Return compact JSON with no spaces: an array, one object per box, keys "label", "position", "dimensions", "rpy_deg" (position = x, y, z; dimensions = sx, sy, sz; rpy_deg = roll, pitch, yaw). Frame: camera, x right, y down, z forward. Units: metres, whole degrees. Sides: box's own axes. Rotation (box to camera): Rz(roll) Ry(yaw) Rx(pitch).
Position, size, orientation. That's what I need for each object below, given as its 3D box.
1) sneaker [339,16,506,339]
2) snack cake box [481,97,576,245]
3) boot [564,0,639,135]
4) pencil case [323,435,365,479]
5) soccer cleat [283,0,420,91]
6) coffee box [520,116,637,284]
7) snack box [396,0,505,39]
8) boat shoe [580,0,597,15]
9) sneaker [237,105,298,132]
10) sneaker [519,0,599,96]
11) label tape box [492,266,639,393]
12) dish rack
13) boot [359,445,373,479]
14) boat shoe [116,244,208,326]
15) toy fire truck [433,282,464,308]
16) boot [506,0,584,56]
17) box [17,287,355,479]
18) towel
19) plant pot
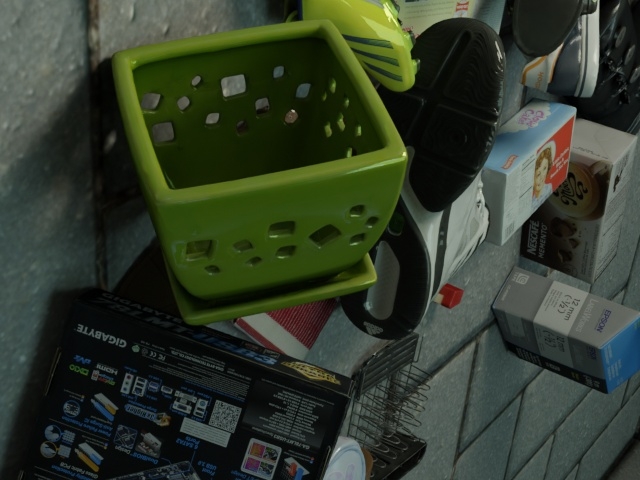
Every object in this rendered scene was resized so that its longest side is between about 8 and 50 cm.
[{"label":"sneaker","position":[0.161,-0.102,1.400],"dimensions":[0.257,0.169,0.447],"rpy_deg":[-36,146,-59]},{"label":"snack cake box","position":[0.349,-0.126,1.793],"dimensions":[0.264,0.089,0.152],"rpy_deg":[-39,139,-40]},{"label":"boot","position":[0.566,-0.406,1.918],"dimensions":[0.445,0.146,0.366],"rpy_deg":[27,85,-56]},{"label":"pencil case","position":[-0.083,0.246,1.167],"dimensions":[0.113,0.273,0.124],"rpy_deg":[-59,149,-28]},{"label":"soccer cleat","position":[0.019,-0.260,1.144],"dimensions":[0.121,0.093,0.289],"rpy_deg":[-36,137,4]},{"label":"coffee box","position":[0.503,-0.081,1.996],"dimensions":[0.119,0.168,0.297],"rpy_deg":[-41,143,-37]},{"label":"snack box","position":[0.160,-0.342,1.359],"dimensions":[0.322,0.060,0.187],"rpy_deg":[-22,127,-52]},{"label":"boat shoe","position":[0.385,-0.455,1.558],"dimensions":[0.081,0.069,0.227],"rpy_deg":[149,-59,-80]},{"label":"sneaker","position":[-0.063,-0.126,1.164],"dimensions":[0.188,0.066,0.071],"rpy_deg":[-13,104,-60]},{"label":"sneaker","position":[0.385,-0.384,1.644],"dimensions":[0.126,0.128,0.321],"rpy_deg":[79,17,-65]},{"label":"label tape box","position":[0.547,0.207,2.087],"dimensions":[0.115,0.348,0.249],"rpy_deg":[-57,149,-17]},{"label":"dish rack","position":[0.118,0.294,1.729],"dimensions":[0.208,0.074,0.271],"rpy_deg":[-24,130,-51]},{"label":"boot","position":[-0.037,0.458,1.586],"dimensions":[0.283,0.109,0.220],"rpy_deg":[-32,147,-43]},{"label":"boat shoe","position":[-0.102,0.027,1.149],"dimensions":[0.302,0.109,0.098],"rpy_deg":[-40,163,-27]},{"label":"toy fire truck","position":[0.194,0.051,1.707],"dimensions":[0.192,0.047,0.135],"rpy_deg":[-4,115,-57]},{"label":"boot","position":[0.316,-0.363,1.476],"dimensions":[0.229,0.091,0.262],"rpy_deg":[106,-3,-82]},{"label":"box","position":[-0.148,0.233,1.031],"dimensions":[0.073,0.296,0.293],"rpy_deg":[-56,164,-79]},{"label":"towel","position":[0.000,0.000,1.367],"dimensions":[0.329,0.037,0.237],"rpy_deg":[-60,150,-11]},{"label":"plant pot","position":[-0.063,-0.056,0.974],"dimensions":[0.227,0.228,0.207],"rpy_deg":[-12,138,-12]}]
